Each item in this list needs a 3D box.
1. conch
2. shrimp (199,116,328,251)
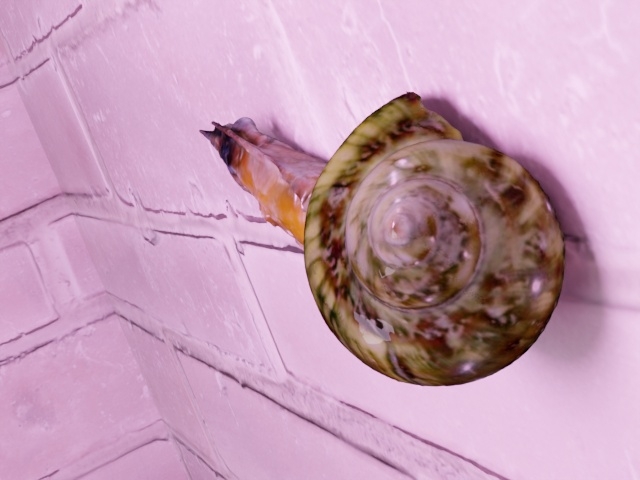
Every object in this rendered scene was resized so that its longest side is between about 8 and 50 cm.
[{"bbox_3d":[0.054,-0.005,0.635,0.187,0.124,0.181,68,159,15],"label":"conch"},{"bbox_3d":[0.000,0.000,0.876,0.317,0.062,0.164,44,155,40],"label":"shrimp"}]
